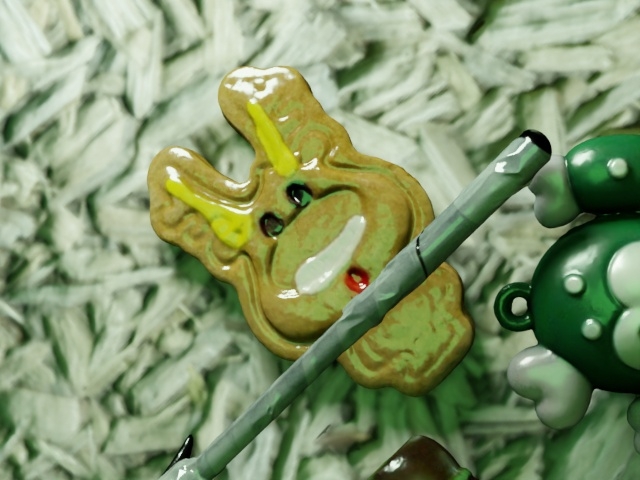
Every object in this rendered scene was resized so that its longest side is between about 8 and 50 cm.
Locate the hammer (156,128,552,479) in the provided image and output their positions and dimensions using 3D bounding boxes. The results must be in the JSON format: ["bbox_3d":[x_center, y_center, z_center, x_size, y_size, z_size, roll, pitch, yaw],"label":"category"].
[{"bbox_3d":[0.016,0.075,1.339,0.044,0.152,0.427,45,103,-4],"label":"hammer"}]

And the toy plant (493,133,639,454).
[{"bbox_3d":[0.250,0.044,1.353,0.243,0.112,0.232,18,90,-2],"label":"toy plant"}]

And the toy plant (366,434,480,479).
[{"bbox_3d":[0.103,0.230,1.375,0.162,0.093,0.093,44,93,6],"label":"toy plant"}]

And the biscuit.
[{"bbox_3d":[-0.001,0.000,1.430,0.295,0.044,0.186,40,95,9],"label":"biscuit"}]
